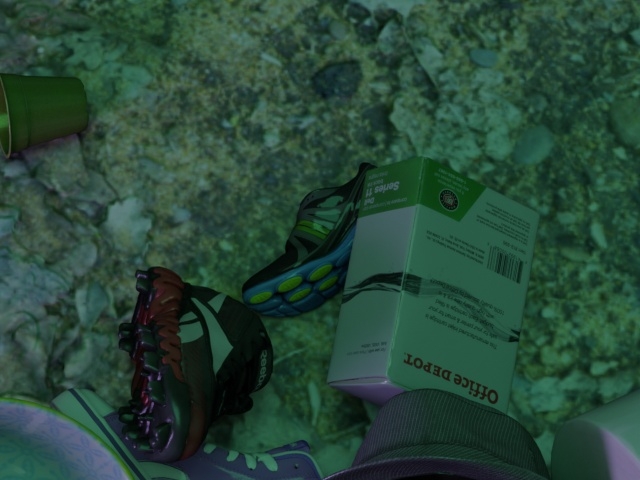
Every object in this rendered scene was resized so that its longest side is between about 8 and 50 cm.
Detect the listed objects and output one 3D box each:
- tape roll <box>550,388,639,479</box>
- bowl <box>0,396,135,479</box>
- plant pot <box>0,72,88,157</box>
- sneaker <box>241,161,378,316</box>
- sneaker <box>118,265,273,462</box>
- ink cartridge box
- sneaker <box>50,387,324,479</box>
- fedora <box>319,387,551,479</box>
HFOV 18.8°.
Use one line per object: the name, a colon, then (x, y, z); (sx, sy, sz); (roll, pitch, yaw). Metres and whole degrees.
tape roll: (0.302, 0.260, 1.588); (0.100, 0.286, 0.286); (-22, 74, -16)
bowl: (-0.291, 0.274, 1.617); (0.289, 0.156, 0.289); (1, 86, -16)
plant pot: (-0.261, -0.123, 1.810); (0.079, 0.083, 0.083); (-8, 72, -18)
sneaker: (0.000, 0.000, 1.788); (0.188, 0.067, 0.078); (-42, 57, -12)
sneaker: (-0.102, 0.110, 1.661); (0.135, 0.276, 0.097); (15, 110, -11)
ink cartridge box: (0.102, 0.052, 1.719); (0.153, 0.087, 0.208); (25, 67, -35)
sneaker: (-0.099, 0.206, 1.700); (0.282, 0.102, 0.161); (45, 69, 5)
fedora: (0.110, 0.215, 1.633); (0.244, 0.275, 0.124); (-23, 39, 30)
